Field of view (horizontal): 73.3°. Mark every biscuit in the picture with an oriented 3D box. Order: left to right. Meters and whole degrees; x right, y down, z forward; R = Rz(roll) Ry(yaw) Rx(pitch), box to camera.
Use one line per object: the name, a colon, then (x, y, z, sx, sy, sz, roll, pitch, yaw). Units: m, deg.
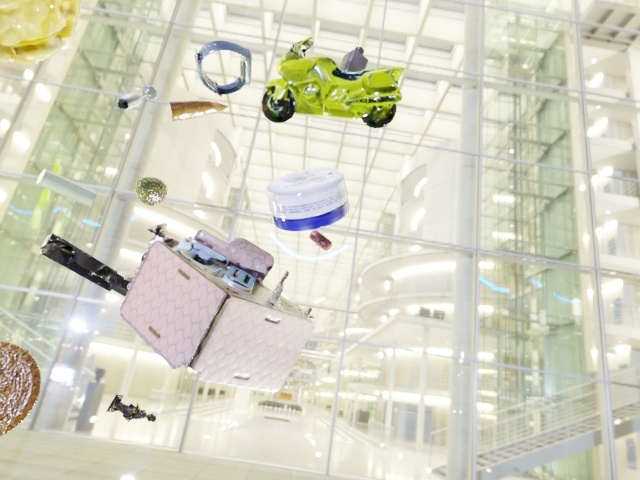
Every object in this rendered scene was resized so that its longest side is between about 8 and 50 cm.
biscuit: (-1.023, 0.455, 1.306, 0.306, 0.305, 0.038, 14, -21, -15)

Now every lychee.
lychee: (-0.639, -0.187, 1.630, 0.114, 0.114, 0.146, 6, -6, 7)

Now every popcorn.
popcorn: (-0.760, -0.615, 1.022, 0.344, 0.390, 0.353, 32, -34, 41)

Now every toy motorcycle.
toy motorcycle: (0.027, -0.382, 1.045, 0.343, 0.205, 0.142, 6, 14, 7)

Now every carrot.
carrot: (-0.434, -0.470, 1.548, 0.205, 0.072, 0.072, -10, -14, -19)

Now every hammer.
hammer: (0.000, 0.000, 1.397, 0.083, 0.043, 0.043, 39, -18, 10)

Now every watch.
watch: (-0.336, -0.594, 1.496, 0.193, 0.068, 0.206, -10, -26, -18)

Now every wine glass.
wine glass: (-0.827, -0.638, 1.930, 0.074, 0.262, 0.074, 3, -60, 6)

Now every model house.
model house: (-0.161, 0.092, 0.668, 0.326, 0.169, 0.244, 31, 6, -5)

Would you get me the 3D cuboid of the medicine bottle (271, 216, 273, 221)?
medicine bottle: (-0.088, -0.064, 1.230, 0.058, 0.057, 0.199, 18, -2, -24)

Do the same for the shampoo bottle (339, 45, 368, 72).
shampoo bottle: (0.108, -0.620, 1.628, 0.079, 0.245, 0.080, 27, -12, -29)

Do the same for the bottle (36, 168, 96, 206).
bottle: (-1.015, -0.210, 1.728, 0.072, 0.072, 0.202, -9, -27, 40)

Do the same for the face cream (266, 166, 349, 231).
face cream: (-0.033, -0.113, 1.101, 0.206, 0.206, 0.111, 1, -63, 21)

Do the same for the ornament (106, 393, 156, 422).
ornament: (-0.805, 0.743, 1.863, 0.203, 0.088, 0.081, 24, -20, -2)

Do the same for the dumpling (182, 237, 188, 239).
dumpling: (-0.452, 0.076, 1.435, 0.126, 0.166, 0.216, 8, -3, 25)

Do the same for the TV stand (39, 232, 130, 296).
TV stand: (-0.532, 0.070, 1.009, 0.042, 0.036, 0.249, -22, -44, 23)
